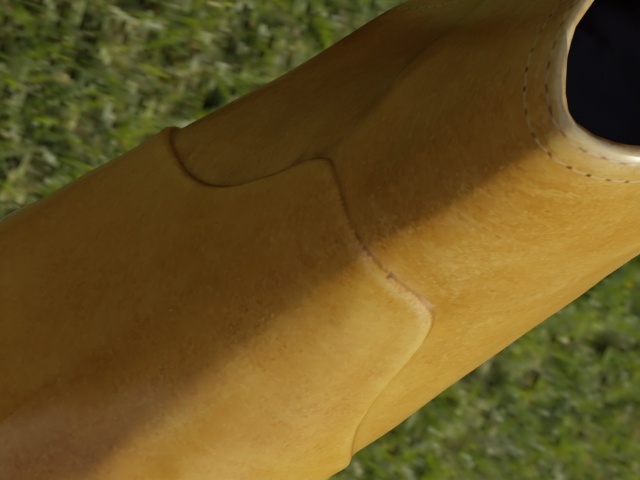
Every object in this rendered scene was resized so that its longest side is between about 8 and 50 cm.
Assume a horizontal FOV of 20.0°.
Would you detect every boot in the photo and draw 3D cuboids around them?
[{"bbox_3d":[0.001,0.000,0.414,0.295,0.211,0.104,-35,92,-22],"label":"boot"}]
